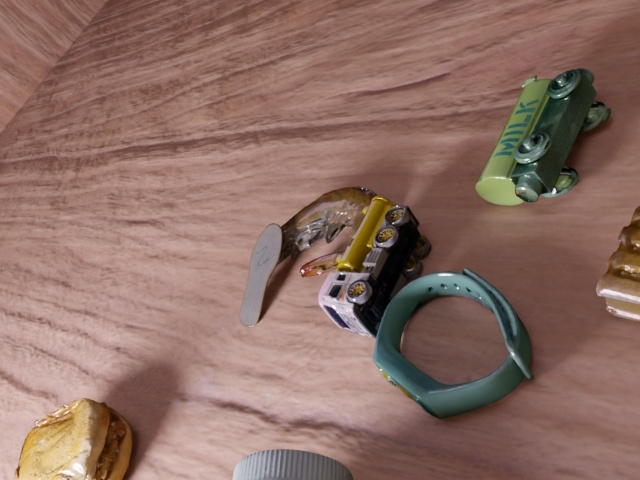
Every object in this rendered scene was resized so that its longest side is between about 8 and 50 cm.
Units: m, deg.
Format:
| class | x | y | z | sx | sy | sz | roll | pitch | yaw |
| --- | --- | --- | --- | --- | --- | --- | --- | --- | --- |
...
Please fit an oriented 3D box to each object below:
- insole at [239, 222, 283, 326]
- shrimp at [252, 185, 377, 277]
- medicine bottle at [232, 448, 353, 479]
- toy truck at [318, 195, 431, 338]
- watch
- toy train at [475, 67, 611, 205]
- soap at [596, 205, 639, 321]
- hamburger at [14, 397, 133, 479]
| class | x | y | z | sx | sy | sz | roll | pitch | yaw |
| --- | --- | --- | --- | --- | --- | --- | --- | --- | --- |
| insole | -0.106 | 0.060 | 1.273 | 0.064 | 0.004 | 0.189 | 12 | 85 | 35 |
| shrimp | 0.001 | 0.001 | 1.270 | 0.253 | 0.058 | 0.173 | -37 | 46 | 6 |
| medicine bottle | -0.046 | 0.417 | 0.817 | 0.158 | 0.158 | 0.318 | -19 | 44 | 25 |
| toy truck | 0.083 | 0.037 | 1.128 | 0.114 | 0.098 | 0.227 | 2 | 53 | 42 |
| watch | 0.178 | 0.138 | 0.980 | 0.195 | 0.068 | 0.237 | -44 | 34 | -8 |
| toy train | 0.333 | -0.159 | 1.120 | 0.157 | 0.105 | 0.253 | -5 | 49 | 55 |
| soap | 0.459 | 0.041 | 0.831 | 0.232 | 0.073 | 0.140 | 13 | 63 | 45 |
| hamburger | -0.415 | 0.365 | 1.211 | 0.213 | 0.108 | 0.214 | -22 | 41 | 20 |
